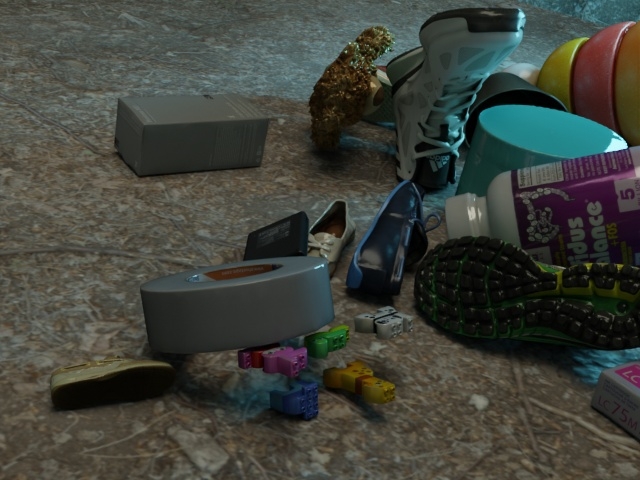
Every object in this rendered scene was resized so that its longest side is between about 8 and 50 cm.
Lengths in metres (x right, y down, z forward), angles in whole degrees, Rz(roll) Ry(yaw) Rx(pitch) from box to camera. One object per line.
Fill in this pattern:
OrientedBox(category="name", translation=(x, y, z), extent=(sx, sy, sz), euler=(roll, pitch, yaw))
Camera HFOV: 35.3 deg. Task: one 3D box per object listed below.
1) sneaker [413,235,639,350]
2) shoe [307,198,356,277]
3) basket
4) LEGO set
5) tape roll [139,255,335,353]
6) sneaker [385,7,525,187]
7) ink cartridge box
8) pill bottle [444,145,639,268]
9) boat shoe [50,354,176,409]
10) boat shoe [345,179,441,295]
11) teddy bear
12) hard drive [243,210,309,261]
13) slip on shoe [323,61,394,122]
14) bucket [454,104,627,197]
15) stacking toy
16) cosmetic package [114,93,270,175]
OrientedBox(category="sneaker", translation=(0.286, 0.089, 1.333), extent=(0.343, 0.134, 0.146), euler=(12, -12, 24))
OrientedBox(category="shoe", translation=(0.000, 0.000, 1.464), extent=(0.076, 0.058, 0.219), euler=(14, 26, 12))
OrientedBox(category="basket", translation=(0.377, -0.254, 2.025), extent=(0.204, 0.154, 0.227), euler=(-4, 21, 2))
OrientedBox(category="LEGO set", translation=(0.028, 0.146, 1.126), extent=(0.227, 0.087, 0.093), euler=(-14, 18, -39))
OrientedBox(category="tape roll", translation=(-0.096, 0.071, 1.171), extent=(0.219, 0.072, 0.219), euler=(-7, 6, 1))
OrientedBox(category="sneaker", translation=(0.236, -0.227, 1.726), extent=(0.169, 0.257, 0.447), euler=(-2, -6, -13))
OrientedBox(category="ink cartridge box", translation=(0.504, 0.193, 1.220), extent=(0.311, 0.065, 0.186), euler=(-7, 30, -34))
OrientedBox(category="pill bottle", translation=(0.336, -0.027, 1.428), extent=(0.301, 0.169, 0.169), euler=(-11, 21, 15))
OrientedBox(category="boat shoe", translation=(-0.226, 0.146, 1.093), extent=(0.135, 0.050, 0.045), euler=(-4, 33, -25))
OrientedBox(category="boat shoe", translation=(0.114, 0.008, 1.466), extent=(0.089, 0.109, 0.258), euler=(21, 43, 10))
OrientedBox(category="teddy bear", translation=(0.056, -0.274, 1.857), extent=(0.113, 0.245, 0.338), euler=(38, -12, -4))
OrientedBox(category="hard drive", translation=(-0.063, 0.010, 1.415), extent=(0.094, 0.022, 0.135), euler=(-22, 23, 11))
OrientedBox(category="slip on shoe", translation=(0.157, -0.307, 2.064), extent=(0.331, 0.123, 0.101), euler=(14, 37, 28))
OrientedBox(category="bucket", translation=(0.356, -0.094, 1.631), extent=(0.281, 0.183, 0.281), euler=(7, 27, -4))
OrientedBox(category="stacking toy", translation=(0.587, -0.336, 2.152), extent=(0.480, 0.350, 0.350), euler=(7, 20, 34))
OrientedBox(category="cosmetic package", translation=(-0.224, -0.186, 1.738), extent=(0.238, 0.107, 0.127), euler=(-6, 31, -34))
